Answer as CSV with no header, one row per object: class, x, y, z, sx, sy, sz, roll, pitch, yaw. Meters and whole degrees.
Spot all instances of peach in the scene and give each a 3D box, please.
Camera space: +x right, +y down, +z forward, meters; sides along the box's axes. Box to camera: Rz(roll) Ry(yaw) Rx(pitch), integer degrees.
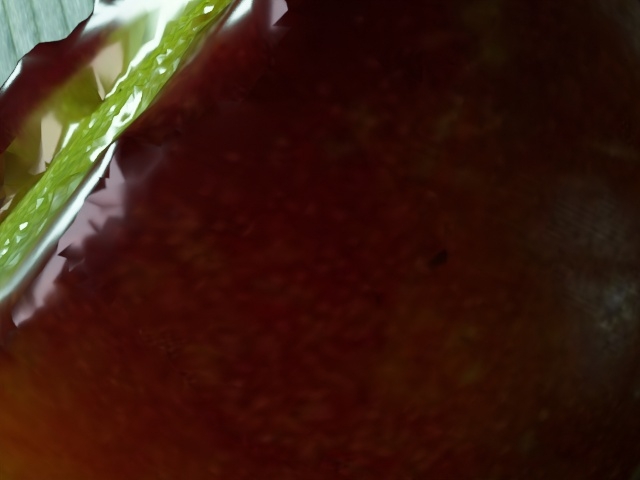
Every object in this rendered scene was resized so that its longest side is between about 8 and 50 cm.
peach,-0.002,0.009,0.692,0.406,0.310,0.335,-42,27,43
